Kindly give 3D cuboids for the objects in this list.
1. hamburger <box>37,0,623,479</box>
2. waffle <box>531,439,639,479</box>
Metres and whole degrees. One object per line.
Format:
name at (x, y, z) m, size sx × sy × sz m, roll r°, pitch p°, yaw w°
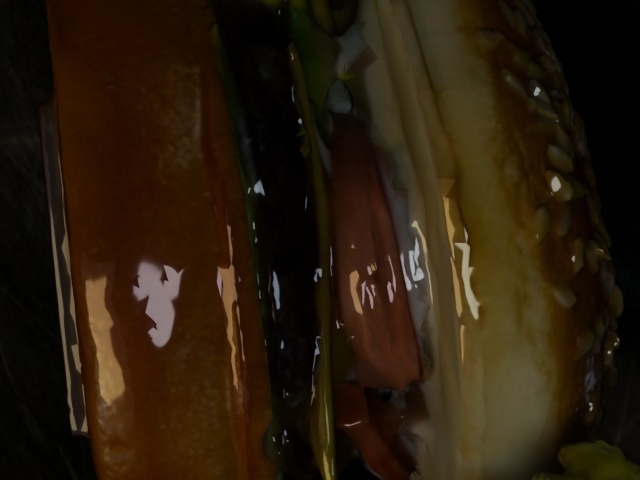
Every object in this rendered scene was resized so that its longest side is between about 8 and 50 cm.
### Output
hamburger at (0.000, 0.000, 0.621) m, size 0.291 × 0.225 × 0.291 m, roll 171°, pitch 90°, yaw -82°
waffle at (0.125, 0.146, 0.523) m, size 0.211 × 0.055 × 0.160 m, roll 17°, pitch 135°, yaw 8°
